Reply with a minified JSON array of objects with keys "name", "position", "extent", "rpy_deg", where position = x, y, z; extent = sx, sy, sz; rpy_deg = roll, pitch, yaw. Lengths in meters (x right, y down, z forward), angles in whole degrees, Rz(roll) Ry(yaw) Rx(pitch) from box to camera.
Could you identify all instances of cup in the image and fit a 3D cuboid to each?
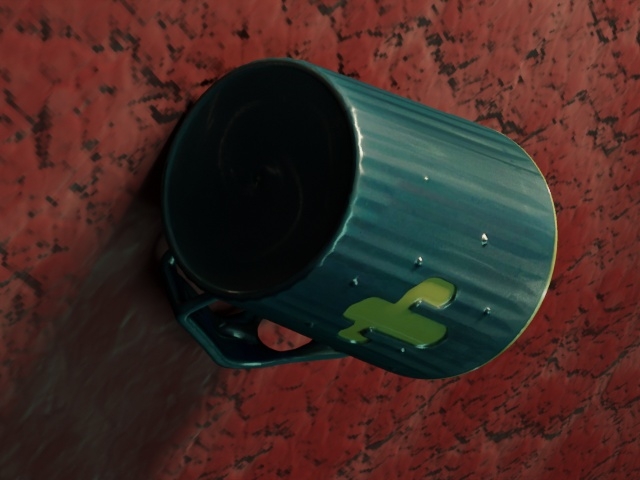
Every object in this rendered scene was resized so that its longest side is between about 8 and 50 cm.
[{"name":"cup","position":[0.000,0.000,0.784],"extent":[0.176,0.131,0.155],"rpy_deg":[-36,150,22]}]
